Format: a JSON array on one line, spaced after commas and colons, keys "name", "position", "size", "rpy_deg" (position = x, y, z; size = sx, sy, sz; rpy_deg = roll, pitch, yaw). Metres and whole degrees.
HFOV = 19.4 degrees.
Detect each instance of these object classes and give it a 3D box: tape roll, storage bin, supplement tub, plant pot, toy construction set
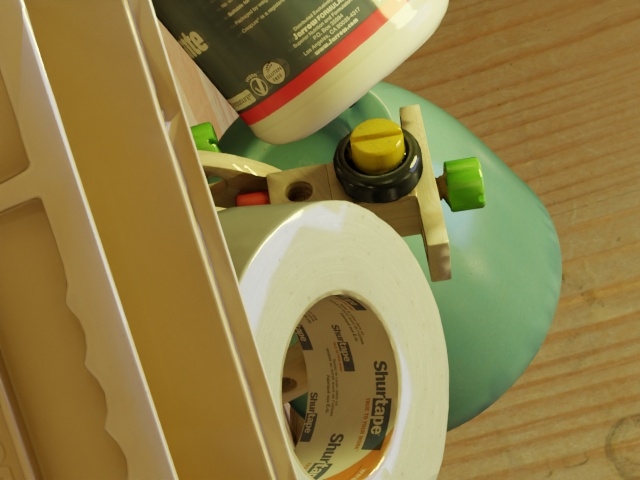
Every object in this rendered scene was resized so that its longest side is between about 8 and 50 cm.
[{"name": "tape roll", "position": [-0.014, 0.087, 1.083], "size": [0.219, 0.072, 0.219], "rpy_deg": [7, 81, -51]}, {"name": "storage bin", "position": [-0.093, 0.033, 0.559], "size": [0.262, 0.123, 0.260], "rpy_deg": [-80, 154, -82]}, {"name": "supplement tub", "position": [-0.050, -0.228, 1.434], "size": [0.272, 0.191, 0.191], "rpy_deg": [50, 7, -9]}, {"name": "plant pot", "position": [0.030, -0.002, 1.602], "size": [0.235, 0.293, 0.293], "rpy_deg": [46, 24, -51]}, {"name": "toy construction set", "position": [0.000, 0.000, 1.312], "size": [0.309, 0.237, 0.257], "rpy_deg": [-101, 174, -66]}]

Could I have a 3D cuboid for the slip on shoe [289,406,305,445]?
[{"name": "slip on shoe", "position": [-0.001, 0.220, 1.915], "size": [0.041, 0.051, 0.135], "rpy_deg": [-40, 120, -74]}]
